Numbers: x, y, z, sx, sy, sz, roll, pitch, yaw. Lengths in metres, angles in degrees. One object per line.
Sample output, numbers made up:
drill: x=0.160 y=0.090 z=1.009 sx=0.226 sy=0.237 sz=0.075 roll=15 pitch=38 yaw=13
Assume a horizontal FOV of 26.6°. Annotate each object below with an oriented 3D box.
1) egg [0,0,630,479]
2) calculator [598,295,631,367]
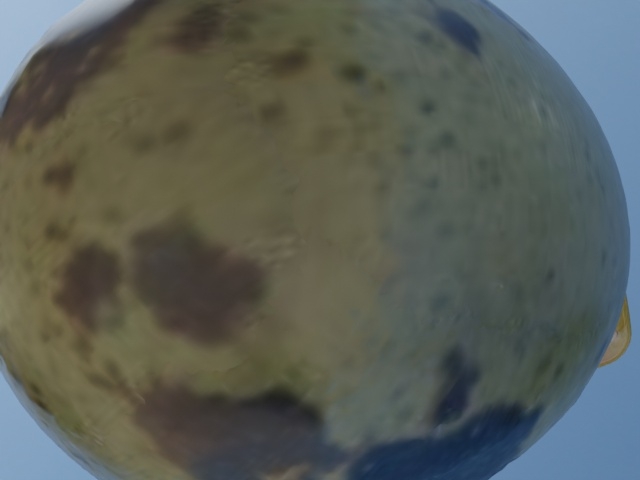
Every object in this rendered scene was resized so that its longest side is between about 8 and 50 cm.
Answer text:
egg: x=0.000 y=0.000 z=0.808 sx=0.345 sy=0.428 sz=0.345 roll=-6 pitch=-99 yaw=40
calculator: x=0.191 y=0.024 z=1.236 sx=0.157 sy=0.033 sz=0.237 roll=-18 pitch=-83 yaw=21
